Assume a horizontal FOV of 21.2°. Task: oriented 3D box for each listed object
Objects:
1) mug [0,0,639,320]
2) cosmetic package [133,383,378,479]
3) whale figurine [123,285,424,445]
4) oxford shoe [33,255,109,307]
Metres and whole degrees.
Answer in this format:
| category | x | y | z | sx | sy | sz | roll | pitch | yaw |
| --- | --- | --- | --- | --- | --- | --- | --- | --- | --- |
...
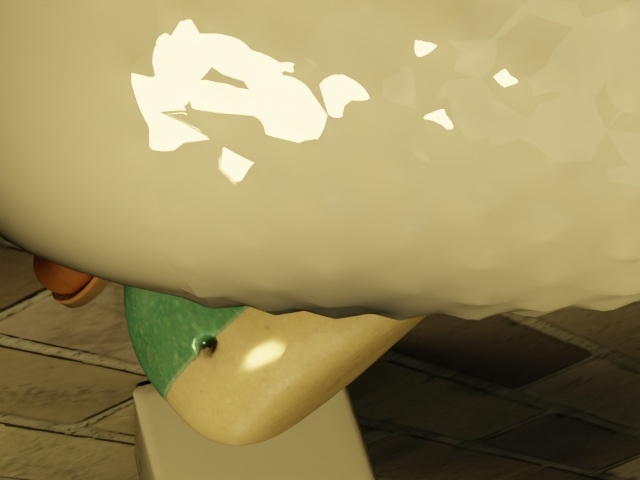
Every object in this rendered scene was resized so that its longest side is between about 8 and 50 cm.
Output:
| category | x | y | z | sx | sy | sz | roll | pitch | yaw |
| --- | --- | --- | --- | --- | --- | --- | --- | --- | --- |
| mug | 0.056 | -0.123 | 0.493 | 0.328 | 0.276 | 0.374 | -13 | -170 | 0 |
| cosmetic package | -0.008 | 0.330 | 1.268 | 0.161 | 0.453 | 0.230 | -14 | 159 | -10 |
| whale figurine | 0.000 | 0.000 | 0.939 | 0.216 | 0.141 | 0.272 | -45 | 171 | 35 |
| oxford shoe | -0.117 | -0.030 | 0.840 | 0.076 | 0.076 | 0.212 | 21 | 151 | -12 |
